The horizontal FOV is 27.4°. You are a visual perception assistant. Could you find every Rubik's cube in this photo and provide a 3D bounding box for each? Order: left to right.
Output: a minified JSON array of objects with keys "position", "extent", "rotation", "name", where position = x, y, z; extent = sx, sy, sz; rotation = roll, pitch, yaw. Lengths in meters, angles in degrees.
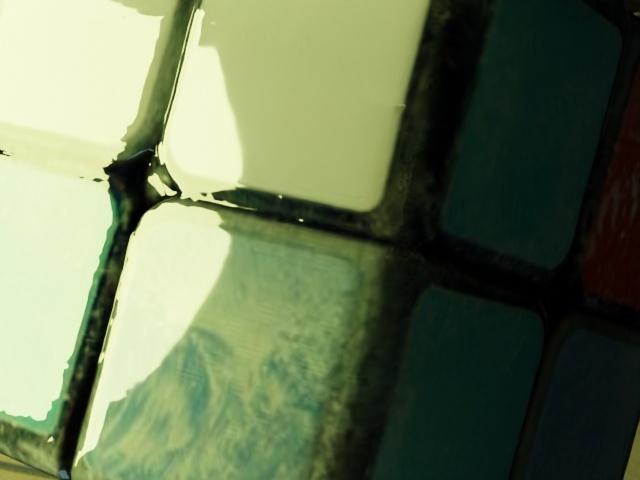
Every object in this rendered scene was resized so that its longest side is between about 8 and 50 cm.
[{"position":[0.000,0.000,0.734],"extent":[0.313,0.318,0.316],"rotation":[14,178,36],"name":"Rubik's cube"}]
